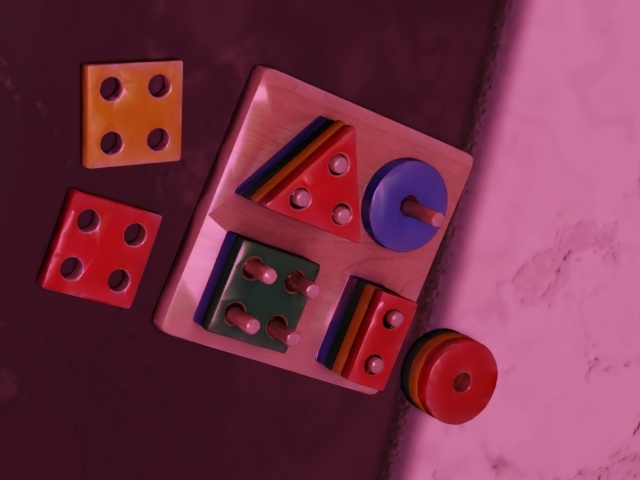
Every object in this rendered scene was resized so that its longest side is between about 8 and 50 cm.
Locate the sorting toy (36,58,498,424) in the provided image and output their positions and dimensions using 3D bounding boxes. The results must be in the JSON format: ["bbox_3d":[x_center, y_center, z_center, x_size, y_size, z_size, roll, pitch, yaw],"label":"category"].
[{"bbox_3d":[0.000,0.000,0.760,0.274,0.046,0.132,20,94,-34],"label":"sorting toy"}]
